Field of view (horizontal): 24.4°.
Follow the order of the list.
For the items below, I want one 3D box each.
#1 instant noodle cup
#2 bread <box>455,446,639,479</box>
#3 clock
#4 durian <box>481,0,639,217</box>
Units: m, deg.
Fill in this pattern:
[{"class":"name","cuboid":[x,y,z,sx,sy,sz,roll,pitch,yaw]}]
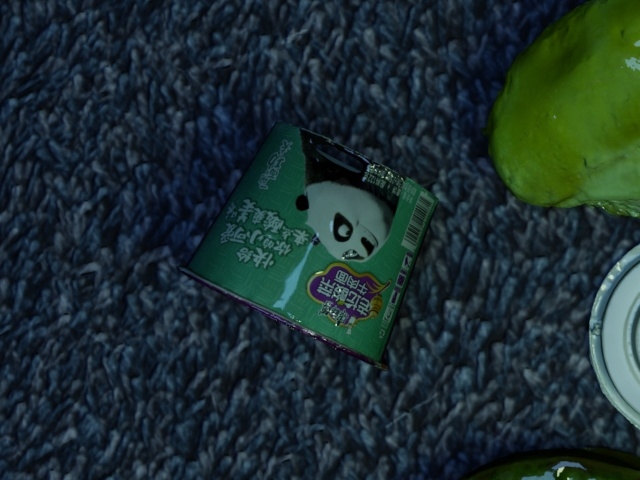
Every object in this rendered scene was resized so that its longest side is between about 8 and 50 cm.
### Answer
[{"class":"instant noodle cup","cuboid":[0.000,0.000,1.556,0.251,0.251,0.190,25,88,12]},{"class":"bread","cuboid":[0.250,0.408,1.546,0.366,0.129,0.382,4,92,13]},{"class":"clock","cuboid":[0.399,0.103,1.549,0.236,0.053,0.237,0,91,14]},{"class":"durian","cuboid":[0.328,-0.140,1.489,0.339,0.204,0.256,8,104,14]}]
